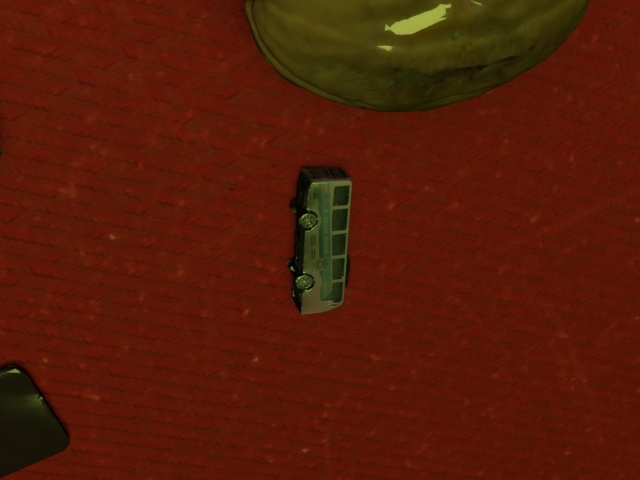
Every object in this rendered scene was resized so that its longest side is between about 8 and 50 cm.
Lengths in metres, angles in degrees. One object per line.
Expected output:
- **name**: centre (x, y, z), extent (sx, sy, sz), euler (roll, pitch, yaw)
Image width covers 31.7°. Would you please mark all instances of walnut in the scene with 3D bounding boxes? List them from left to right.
- **walnut**: centre (0.069, -0.204, 0.799), extent (0.261, 0.225, 0.224), euler (-18, 120, -11)

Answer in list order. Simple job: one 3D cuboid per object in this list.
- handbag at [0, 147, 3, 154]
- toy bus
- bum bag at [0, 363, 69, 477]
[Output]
- **handbag**: centre (-0.365, -0.106, 0.805), extent (0.241, 0.109, 0.315), euler (-9, 122, -8)
- **toy bus**: centre (0.000, 0.000, 0.986), extent (0.052, 0.037, 0.130), euler (-5, 117, -17)
- **bum bag**: centre (-0.315, 0.181, 1.009), extent (0.159, 0.026, 0.109), euler (-26, 119, 0)
